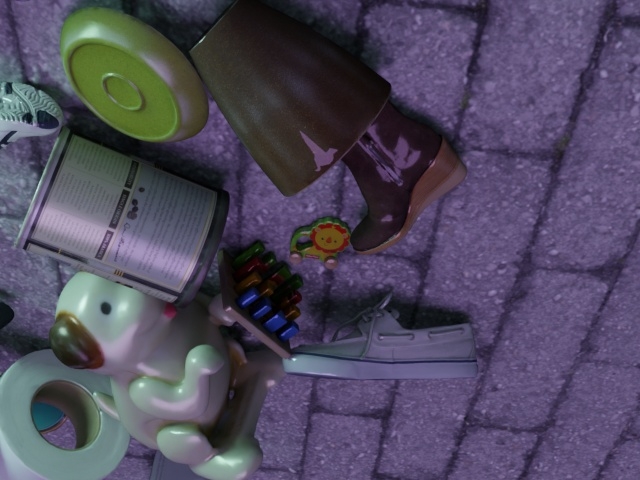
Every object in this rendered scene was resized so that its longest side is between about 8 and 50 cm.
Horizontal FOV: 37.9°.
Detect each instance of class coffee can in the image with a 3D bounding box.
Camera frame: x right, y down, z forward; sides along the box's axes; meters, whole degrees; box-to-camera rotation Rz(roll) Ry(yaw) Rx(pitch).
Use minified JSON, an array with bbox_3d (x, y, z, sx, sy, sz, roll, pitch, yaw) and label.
[{"bbox_3d":[-0.306,-0.034,1.452,0.275,0.201,0.201,22,133,-17],"label":"coffee can"}]

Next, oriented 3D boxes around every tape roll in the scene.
[{"bbox_3d":[-0.512,0.357,1.807,0.286,0.286,0.100,31,129,-25],"label":"tape roll"}]

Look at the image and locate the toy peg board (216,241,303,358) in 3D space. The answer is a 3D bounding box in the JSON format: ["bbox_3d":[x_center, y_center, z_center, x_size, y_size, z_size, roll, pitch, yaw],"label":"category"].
[{"bbox_3d":[-0.091,0.091,1.604,0.079,0.160,0.161,-37,124,16],"label":"toy peg board"}]

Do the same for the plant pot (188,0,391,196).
[{"bbox_3d":[-0.060,-0.214,1.270,0.230,0.215,0.215,42,125,-16],"label":"plant pot"}]

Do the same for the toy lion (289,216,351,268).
[{"bbox_3d":[0.000,0.000,1.588,0.100,0.034,0.096,8,128,-3],"label":"toy lion"}]

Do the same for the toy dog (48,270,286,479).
[{"bbox_3d":[-0.294,0.192,1.670,0.395,0.284,0.408,0,138,35],"label":"toy dog"}]

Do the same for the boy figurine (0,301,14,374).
[{"bbox_3d":[-0.678,0.207,1.788,0.177,0.092,0.285,46,131,7],"label":"boy figurine"}]

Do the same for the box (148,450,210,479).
[{"bbox_3d":[-0.301,0.582,2.088,0.182,0.181,0.119,14,134,-9],"label":"box"}]

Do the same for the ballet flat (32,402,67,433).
[{"bbox_3d":[-0.610,0.384,2.005,0.232,0.080,0.073,-19,159,25],"label":"ballet flat"}]

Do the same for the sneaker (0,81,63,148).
[{"bbox_3d":[-0.494,-0.154,1.423,0.235,0.094,0.153,1,137,3],"label":"sneaker"}]

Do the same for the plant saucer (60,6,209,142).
[{"bbox_3d":[-0.271,-0.219,1.315,0.241,0.037,0.241,20,146,14],"label":"plant saucer"}]

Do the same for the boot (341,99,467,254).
[{"bbox_3d":[0.078,-0.102,1.444,0.207,0.090,0.248,35,122,-23],"label":"boot"}]

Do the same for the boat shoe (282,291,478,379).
[{"bbox_3d":[0.111,0.172,1.674,0.367,0.156,0.136,2,170,-14],"label":"boat shoe"}]
